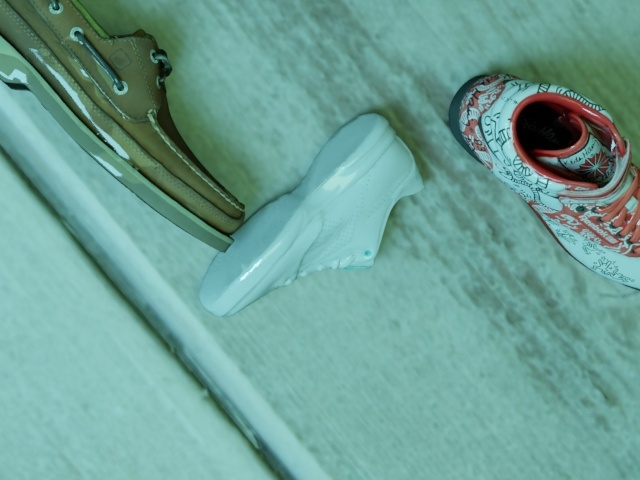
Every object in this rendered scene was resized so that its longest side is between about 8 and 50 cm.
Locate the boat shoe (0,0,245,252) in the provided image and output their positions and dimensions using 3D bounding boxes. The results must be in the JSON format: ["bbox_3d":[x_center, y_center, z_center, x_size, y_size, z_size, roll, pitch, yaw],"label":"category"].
[{"bbox_3d":[-0.161,-0.119,1.421,0.307,0.111,0.104,42,87,-14],"label":"boat shoe"}]

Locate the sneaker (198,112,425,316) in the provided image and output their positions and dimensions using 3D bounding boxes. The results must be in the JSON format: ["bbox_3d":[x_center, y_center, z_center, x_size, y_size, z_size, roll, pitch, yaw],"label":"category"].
[{"bbox_3d":[0.000,0.000,1.497,0.212,0.080,0.094,-44,115,-7],"label":"sneaker"}]

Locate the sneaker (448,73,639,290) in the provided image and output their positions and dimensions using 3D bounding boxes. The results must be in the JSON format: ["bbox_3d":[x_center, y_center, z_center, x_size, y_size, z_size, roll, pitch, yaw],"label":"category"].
[{"bbox_3d":[0.229,-0.036,1.507,0.270,0.145,0.090,38,86,-15],"label":"sneaker"}]
